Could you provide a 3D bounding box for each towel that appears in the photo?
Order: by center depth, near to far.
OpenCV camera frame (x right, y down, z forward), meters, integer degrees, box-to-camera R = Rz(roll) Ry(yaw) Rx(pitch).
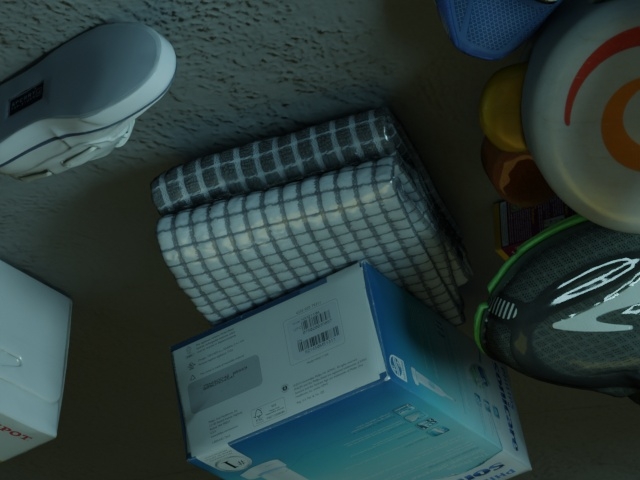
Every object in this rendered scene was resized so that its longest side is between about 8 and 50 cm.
[{"bbox_3d":[0.000,0.000,1.758,0.235,0.121,0.283,-16,149,13],"label":"towel"}]

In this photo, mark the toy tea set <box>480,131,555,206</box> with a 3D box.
[{"bbox_3d":[0.303,-0.055,1.667,0.336,0.124,0.200,30,112,-11],"label":"toy tea set"}]

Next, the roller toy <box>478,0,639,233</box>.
[{"bbox_3d":[0.251,-0.109,1.501,0.191,0.146,0.209,43,101,-12],"label":"roller toy"}]

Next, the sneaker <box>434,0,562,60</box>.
[{"bbox_3d":[0.161,-0.228,1.373,0.130,0.147,0.330,10,147,-12],"label":"sneaker"}]

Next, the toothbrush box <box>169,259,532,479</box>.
[{"bbox_3d":[0.034,0.160,1.790,0.216,0.126,0.295,-25,146,23],"label":"toothbrush box"}]

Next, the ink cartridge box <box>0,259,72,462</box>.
[{"bbox_3d":[-0.394,0.133,1.937,0.233,0.168,0.171,-25,139,35],"label":"ink cartridge box"}]

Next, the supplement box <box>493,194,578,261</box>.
[{"bbox_3d":[0.208,-0.014,1.782,0.083,0.055,0.043,-17,144,27],"label":"supplement box"}]

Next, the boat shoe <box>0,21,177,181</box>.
[{"bbox_3d":[-0.202,-0.114,1.634,0.258,0.095,0.084,-14,149,41],"label":"boat shoe"}]

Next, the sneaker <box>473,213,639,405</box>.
[{"bbox_3d":[0.366,0.101,1.555,0.483,0.202,0.185,13,113,-4],"label":"sneaker"}]
